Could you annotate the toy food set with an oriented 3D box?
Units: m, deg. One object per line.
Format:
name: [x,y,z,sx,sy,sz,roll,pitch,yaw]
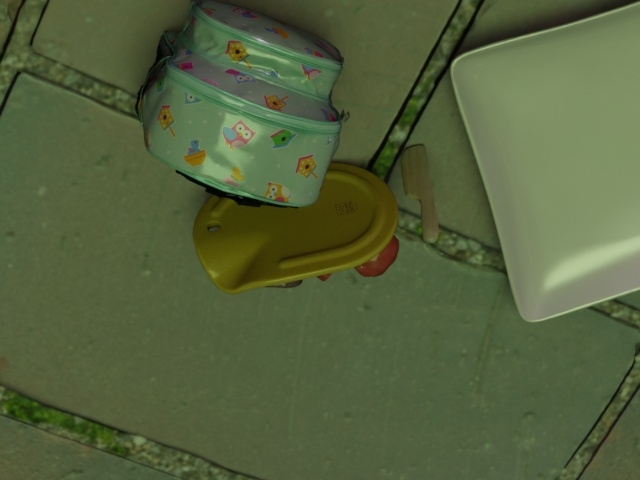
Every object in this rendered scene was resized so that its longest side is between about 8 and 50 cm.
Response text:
toy food set: [0.000,0.000,1.283,0.217,0.128,0.071,-11,138,-4]

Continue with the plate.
plate: [0.275,-0.085,1.299,0.277,0.045,0.278,-18,116,3]

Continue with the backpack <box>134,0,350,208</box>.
backpack: [-0.060,-0.108,1.178,0.165,0.188,0.144,19,113,-13]
